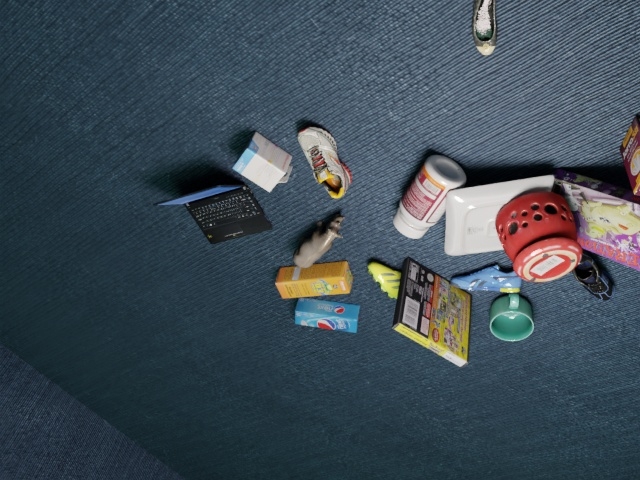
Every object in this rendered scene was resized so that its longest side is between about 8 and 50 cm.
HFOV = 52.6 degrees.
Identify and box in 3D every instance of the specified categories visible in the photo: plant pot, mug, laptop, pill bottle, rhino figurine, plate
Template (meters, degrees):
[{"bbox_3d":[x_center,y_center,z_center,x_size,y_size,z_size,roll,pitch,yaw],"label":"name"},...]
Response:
[{"bbox_3d":[0.557,0.000,1.638,0.191,0.174,0.191,-5,143,-4],"label":"plant pot"},{"bbox_3d":[0.591,0.221,1.980,0.129,0.097,0.157,28,130,-10],"label":"mug"},{"bbox_3d":[-0.314,-0.072,1.929,0.234,0.136,0.264,-13,126,24],"label":"laptop"},{"bbox_3d":[0.289,-0.114,1.753,0.121,0.121,0.221,24,131,-7],"label":"pill bottle"},{"bbox_3d":[0.000,0.000,1.931,0.073,0.106,0.243,35,129,-17],"label":"rhino figurine"},{"bbox_3d":[0.476,-0.050,1.737,0.278,0.045,0.277,-8,142,3],"label":"plate"}]

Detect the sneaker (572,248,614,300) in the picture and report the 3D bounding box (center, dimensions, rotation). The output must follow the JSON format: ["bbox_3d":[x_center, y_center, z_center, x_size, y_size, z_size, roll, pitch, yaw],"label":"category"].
[{"bbox_3d":[0.769,0.108,1.843,0.081,0.090,0.232,-29,118,32],"label":"sneaker"}]

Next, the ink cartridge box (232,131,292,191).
[{"bbox_3d":[-0.153,-0.212,1.798,0.143,0.092,0.090,34,130,-14],"label":"ink cartridge box"}]

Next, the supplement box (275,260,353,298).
[{"bbox_3d":[-0.020,0.126,2.065,0.233,0.080,0.078,-8,129,18],"label":"supplement box"}]

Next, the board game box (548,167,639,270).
[{"bbox_3d":[0.731,-0.042,1.615,0.347,0.056,0.208,29,151,47],"label":"board game box"}]

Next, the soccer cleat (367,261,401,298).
[{"bbox_3d":[0.269,0.145,2.020,0.289,0.093,0.121,40,97,-14],"label":"soccer cleat"}]

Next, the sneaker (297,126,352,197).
[{"bbox_3d":[0.013,-0.212,1.757,0.088,0.092,0.225,-22,121,29],"label":"sneaker"}]

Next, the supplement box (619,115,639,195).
[{"bbox_3d":[0.774,-0.196,1.516,0.081,0.188,0.104,9,132,4],"label":"supplement box"}]

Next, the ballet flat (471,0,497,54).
[{"bbox_3d":[0.367,-0.496,1.454,0.057,0.049,0.173,-1,129,16],"label":"ballet flat"}]

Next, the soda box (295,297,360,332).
[{"bbox_3d":[0.023,0.248,2.161,0.210,0.071,0.067,7,131,8],"label":"soda box"}]

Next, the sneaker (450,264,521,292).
[{"bbox_3d":[0.495,0.109,1.941,0.209,0.069,0.082,1,97,24],"label":"sneaker"}]

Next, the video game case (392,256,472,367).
[{"bbox_3d":[0.336,0.208,1.912,0.248,0.275,0.035,30,132,-12],"label":"video game case"}]
